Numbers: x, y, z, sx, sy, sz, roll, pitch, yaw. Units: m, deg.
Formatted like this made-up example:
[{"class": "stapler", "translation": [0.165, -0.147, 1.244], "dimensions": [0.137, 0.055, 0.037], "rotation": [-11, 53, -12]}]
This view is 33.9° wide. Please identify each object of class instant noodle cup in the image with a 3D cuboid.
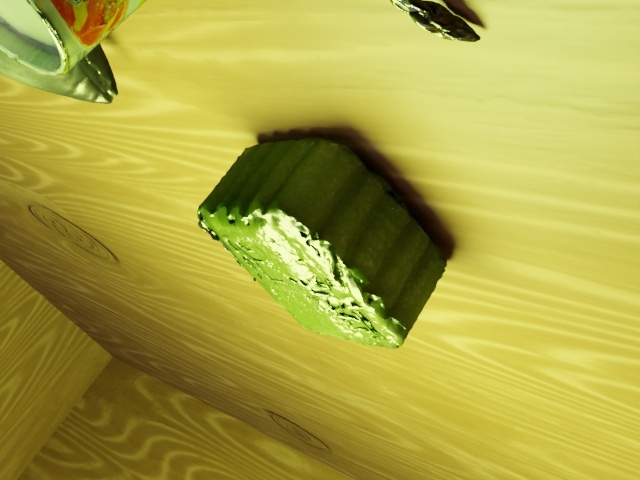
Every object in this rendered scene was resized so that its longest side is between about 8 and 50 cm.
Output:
[{"class": "instant noodle cup", "translation": [-0.201, -0.228, 0.755], "dimensions": [0.205, 0.153, 0.205], "rotation": [33, 161, 13]}]

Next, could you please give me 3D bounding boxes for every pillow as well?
[{"class": "pillow", "translation": [-0.326, -0.235, 1.043], "dimensions": [0.250, 0.106, 0.186], "rotation": [32, 169, 21]}]

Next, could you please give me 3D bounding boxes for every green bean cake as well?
[{"class": "green bean cake", "translation": [0.000, 0.000, 1.016], "dimensions": [0.200, 0.113, 0.214], "rotation": [49, 158, -27]}]

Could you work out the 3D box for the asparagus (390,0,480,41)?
[{"class": "asparagus", "translation": [0.007, -0.195, 0.667], "dimensions": [0.233, 0.023, 0.022], "rotation": [38, -153, -3]}]
